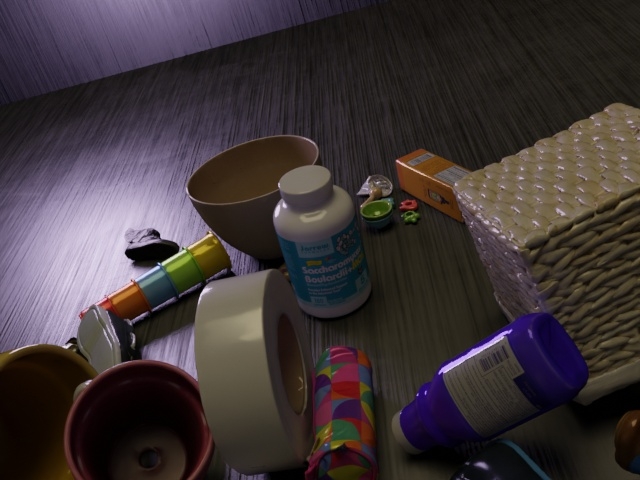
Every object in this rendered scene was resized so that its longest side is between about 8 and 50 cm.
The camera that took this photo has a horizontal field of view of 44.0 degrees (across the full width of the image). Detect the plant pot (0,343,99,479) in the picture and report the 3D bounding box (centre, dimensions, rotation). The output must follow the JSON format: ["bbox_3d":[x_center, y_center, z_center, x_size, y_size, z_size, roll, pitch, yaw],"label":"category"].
[{"bbox_3d":[-0.493,0.305,1.231,0.239,0.254,0.254,-17,26,33],"label":"plant pot"}]

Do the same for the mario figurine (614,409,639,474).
[{"bbox_3d":[0.495,0.247,0.848,0.198,0.170,0.321,-46,41,-18],"label":"mario figurine"}]

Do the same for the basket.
[{"bbox_3d":[0.411,-0.003,1.148,0.329,0.266,0.331,-27,19,2],"label":"basket"}]

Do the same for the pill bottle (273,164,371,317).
[{"bbox_3d":[0.000,0.000,1.419,0.146,0.264,0.146,-10,35,7],"label":"pill bottle"}]

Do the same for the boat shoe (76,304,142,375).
[{"bbox_3d":[-0.364,0.216,1.422,0.114,0.091,0.302,-54,33,15],"label":"boat shoe"}]

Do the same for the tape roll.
[{"bbox_3d":[-0.086,0.188,1.151,0.100,0.286,0.286,-11,31,9],"label":"tape roll"}]

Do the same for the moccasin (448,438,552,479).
[{"bbox_3d":[0.253,0.357,0.884,0.117,0.137,0.342,-28,18,-9],"label":"moccasin"}]

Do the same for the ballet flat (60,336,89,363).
[{"bbox_3d":[-0.503,0.252,1.465,0.074,0.074,0.203,4,37,32],"label":"ballet flat"}]

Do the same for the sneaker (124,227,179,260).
[{"bbox_3d":[-0.389,0.001,1.828,0.170,0.051,0.089,-7,37,24],"label":"sneaker"}]

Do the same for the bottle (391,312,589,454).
[{"bbox_3d":[0.209,0.202,1.041,0.092,0.118,0.283,-18,-18,-49],"label":"bottle"}]

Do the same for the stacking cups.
[{"bbox_3d":[-0.335,0.098,1.614,0.316,0.096,0.096,-33,34,-20],"label":"stacking cups"}]

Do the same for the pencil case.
[{"bbox_3d":[0.032,0.258,1.155,0.105,0.104,0.236,-12,29,9],"label":"pencil case"}]

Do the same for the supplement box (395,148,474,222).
[{"bbox_3d":[0.255,-0.120,1.675,0.080,0.078,0.233,-24,32,-17],"label":"supplement box"}]

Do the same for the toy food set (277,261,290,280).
[{"bbox_3d":[-0.039,0.059,1.589,0.122,0.019,0.078,6,38,34],"label":"toy food set"}]

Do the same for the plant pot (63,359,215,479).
[{"bbox_3d":[-0.249,0.295,1.122,0.202,0.180,0.201,4,59,-6],"label":"plant pot"}]

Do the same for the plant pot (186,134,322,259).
[{"bbox_3d":[-0.117,-0.072,1.674,0.284,0.190,0.284,-12,30,7],"label":"plant pot"}]

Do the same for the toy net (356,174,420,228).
[{"bbox_3d":[0.140,-0.098,1.728,0.122,0.045,0.232,-16,31,3],"label":"toy net"}]

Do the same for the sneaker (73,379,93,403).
[{"bbox_3d":[-0.290,0.253,1.279,0.217,0.079,0.121,21,17,-21],"label":"sneaker"}]
